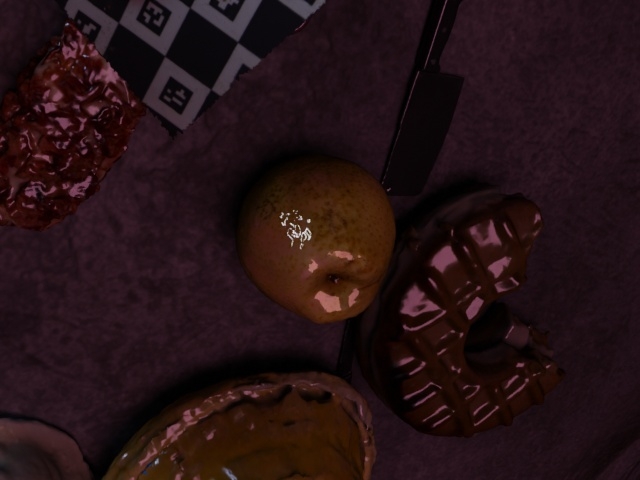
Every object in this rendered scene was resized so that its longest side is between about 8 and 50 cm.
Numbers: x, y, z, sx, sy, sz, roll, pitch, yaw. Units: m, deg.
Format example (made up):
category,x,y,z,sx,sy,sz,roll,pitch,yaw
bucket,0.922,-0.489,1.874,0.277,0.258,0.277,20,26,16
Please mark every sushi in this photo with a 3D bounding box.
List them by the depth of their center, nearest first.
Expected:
category,x,y,z,sx,sy,sz,roll,pitch,yaw
sushi,-0.139,-0.226,0.496,0.193,0.043,0.279,-36,99,25

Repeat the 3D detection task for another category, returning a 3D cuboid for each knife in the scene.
category,x,y,z,sx,sy,sz,roll,pitch,yaw
knife,0.124,-0.160,0.810,0.072,0.019,0.245,-2,121,-30
knife,0.034,0.162,0.953,0.023,0.010,0.170,-9,120,-29

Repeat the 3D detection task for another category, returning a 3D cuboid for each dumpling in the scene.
category,x,y,z,sx,sy,sz,roll,pitch,yaw
dumpling,-0.333,0.261,0.774,0.111,0.181,0.155,-7,99,18

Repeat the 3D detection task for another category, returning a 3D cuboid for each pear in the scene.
category,x,y,z,sx,sy,sz,roll,pitch,yaw
pear,0.000,0.000,0.744,0.178,0.178,0.177,-12,122,-20

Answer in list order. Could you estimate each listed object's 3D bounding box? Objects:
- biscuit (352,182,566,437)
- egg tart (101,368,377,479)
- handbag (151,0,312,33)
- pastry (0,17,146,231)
category,x,y,z,sx,sy,sz,roll,pitch,yaw
biscuit,0.177,0.115,0.933,0.268,0.115,0.366,-33,126,-8
egg tart,-0.078,0.335,0.894,0.388,0.169,0.387,-14,122,-25
handbag,-0.067,-0.274,0.571,0.147,0.135,0.224,3,118,-21
pastry,-0.218,-0.093,0.627,0.115,0.097,0.208,35,100,-27
